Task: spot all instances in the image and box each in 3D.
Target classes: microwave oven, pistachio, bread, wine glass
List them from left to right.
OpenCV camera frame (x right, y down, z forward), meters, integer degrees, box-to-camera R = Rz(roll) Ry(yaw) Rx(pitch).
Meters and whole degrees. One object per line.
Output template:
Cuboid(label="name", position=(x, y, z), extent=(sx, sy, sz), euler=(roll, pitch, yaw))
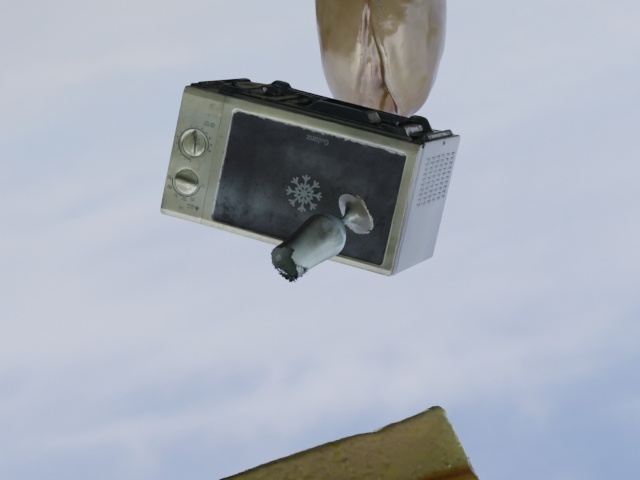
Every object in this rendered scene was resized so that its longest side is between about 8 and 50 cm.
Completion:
Cuboid(label="microwave oven", position=(-0.005, -0.070, 1.767), extent=(0.241, 0.145, 0.194), euler=(15, -166, 16))
Cuboid(label="wine glass", position=(0.000, 0.000, 1.383), extent=(0.083, 0.039, 0.042), euler=(-38, -177, -29))
Cuboid(label="bread", position=(0.035, 0.262, 1.709), extent=(0.163, 0.167, 0.264), euler=(-38, 158, 23))
Cuboid(label="pistachio", position=(0.075, -0.286, 2.191), extent=(0.162, 0.293, 0.181), euler=(-2, -173, 13))
